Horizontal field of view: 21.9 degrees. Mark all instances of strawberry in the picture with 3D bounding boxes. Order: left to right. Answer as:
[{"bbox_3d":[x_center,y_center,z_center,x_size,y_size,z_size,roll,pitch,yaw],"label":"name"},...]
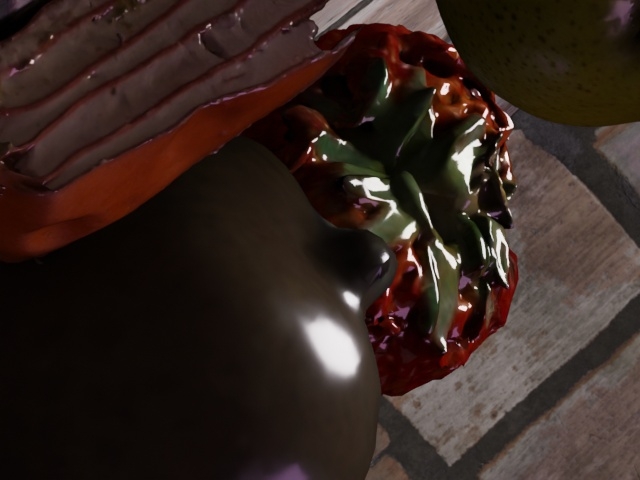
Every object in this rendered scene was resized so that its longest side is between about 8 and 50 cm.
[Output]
[{"bbox_3d":[0.000,0.000,1.294,0.351,0.267,0.312,-40,-160,51],"label":"strawberry"}]

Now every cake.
[{"bbox_3d":[-0.101,-0.077,0.851,0.287,0.098,0.135,-33,167,-21],"label":"cake"}]

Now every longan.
[{"bbox_3d":[-0.095,0.063,0.977,0.300,0.300,0.243,-41,165,-6],"label":"longan"}]

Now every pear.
[{"bbox_3d":[0.201,-0.206,1.057,0.294,0.294,0.294,-41,175,-5],"label":"pear"}]
